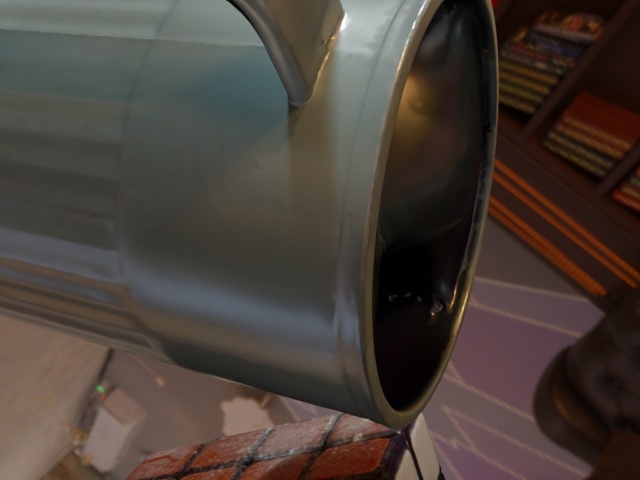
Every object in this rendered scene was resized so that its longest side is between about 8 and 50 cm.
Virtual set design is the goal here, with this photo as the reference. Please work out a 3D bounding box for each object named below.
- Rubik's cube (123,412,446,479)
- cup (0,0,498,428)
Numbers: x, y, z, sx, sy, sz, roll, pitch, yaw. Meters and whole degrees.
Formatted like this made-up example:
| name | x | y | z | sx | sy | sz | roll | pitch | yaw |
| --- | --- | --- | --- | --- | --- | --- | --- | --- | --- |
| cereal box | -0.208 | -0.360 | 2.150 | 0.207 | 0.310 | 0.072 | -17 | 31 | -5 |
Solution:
| name | x | y | z | sx | sy | sz | roll | pitch | yaw |
| --- | --- | --- | --- | --- | --- | --- | --- | --- | --- |
| Rubik's cube | -0.042 | 0.389 | 0.784 | 0.344 | 0.337 | 0.344 | -14 | 9 | 22 |
| cup | -0.082 | -0.044 | 0.504 | 0.331 | 0.311 | 0.257 | -1 | -80 | -68 |
